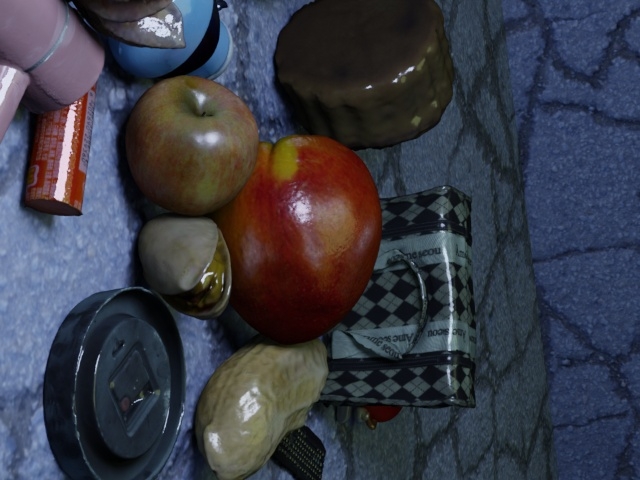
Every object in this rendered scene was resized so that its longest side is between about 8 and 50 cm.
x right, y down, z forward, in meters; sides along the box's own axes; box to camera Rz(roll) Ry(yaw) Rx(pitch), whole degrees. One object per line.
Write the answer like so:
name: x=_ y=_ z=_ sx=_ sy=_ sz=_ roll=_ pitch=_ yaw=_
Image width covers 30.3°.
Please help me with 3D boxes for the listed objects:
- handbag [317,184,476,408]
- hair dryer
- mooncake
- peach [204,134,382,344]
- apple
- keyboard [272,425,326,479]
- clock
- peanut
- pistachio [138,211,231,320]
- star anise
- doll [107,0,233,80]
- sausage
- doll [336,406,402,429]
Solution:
handbag: x=0.130 y=0.119 z=2.236 sx=0.180 sy=0.316 sz=0.416 roll=28 pitch=58 yaw=-62
hair dryer: x=-0.385 y=-0.152 z=1.317 sx=0.210 sy=0.125 sz=0.352 roll=50 pitch=51 yaw=-54
mooncake: x=0.087 y=-0.312 z=2.150 sx=0.187 sy=0.324 sz=0.324 roll=66 pitch=32 yaw=-43
peach: x=-0.044 y=-0.002 z=1.861 sx=0.308 sy=0.308 sz=0.332 roll=-15 pitch=107 yaw=-66
apple: x=-0.183 y=-0.131 z=1.663 sx=0.188 sy=0.188 sz=0.174 roll=-61 pitch=173 yaw=-50
keyboard: x=-0.045 y=0.377 z=2.158 sx=0.262 sy=0.016 sz=0.106 roll=53 pitch=41 yaw=-52
clock: x=-0.274 y=0.201 z=1.601 sx=0.280 sy=0.055 sz=0.281 roll=-2 pitch=90 yaw=-66
peanut: x=-0.098 y=0.246 z=1.888 sx=0.340 sy=0.158 sz=0.174 roll=-31 pitch=147 yaw=-59
pistachio: x=-0.186 y=0.031 z=1.670 sx=0.129 sy=0.206 sz=0.131 roll=39 pitch=91 yaw=-35
star anise: x=-0.278 y=-0.339 z=1.382 sx=0.108 sy=0.315 sz=0.315 roll=-42 pitch=139 yaw=-10
doll: x=-0.214 y=-0.304 z=1.681 sx=0.177 sy=0.141 sz=0.314 roll=-59 pitch=166 yaw=0
sausage: x=-0.323 y=-0.169 z=1.496 sx=0.074 sy=0.074 sz=0.274 roll=31 pitch=61 yaw=-63
doll: x=0.106 y=0.300 z=2.438 sx=0.217 sy=0.085 sz=0.183 roll=13 pitch=74 yaw=-48
